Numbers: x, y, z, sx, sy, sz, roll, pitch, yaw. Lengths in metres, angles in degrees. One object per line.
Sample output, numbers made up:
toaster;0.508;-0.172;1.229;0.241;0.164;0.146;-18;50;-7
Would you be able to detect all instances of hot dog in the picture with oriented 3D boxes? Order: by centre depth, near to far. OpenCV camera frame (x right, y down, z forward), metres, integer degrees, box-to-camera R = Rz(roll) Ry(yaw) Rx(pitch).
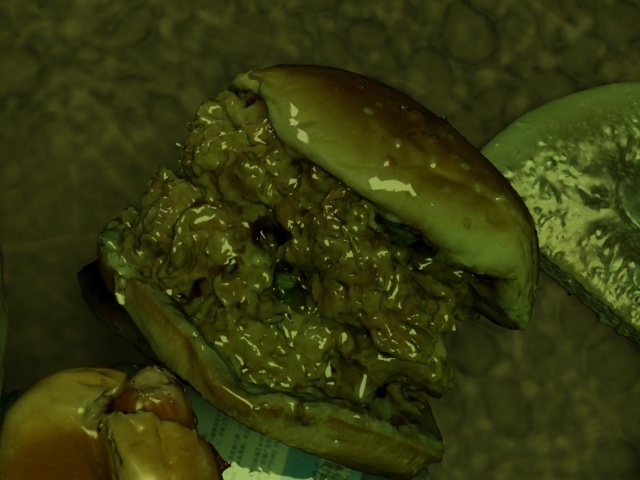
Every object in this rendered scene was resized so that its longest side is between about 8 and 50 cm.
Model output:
hot dog;-0.076;0.144;0.676;0.102;0.076;0.249;22;126;19

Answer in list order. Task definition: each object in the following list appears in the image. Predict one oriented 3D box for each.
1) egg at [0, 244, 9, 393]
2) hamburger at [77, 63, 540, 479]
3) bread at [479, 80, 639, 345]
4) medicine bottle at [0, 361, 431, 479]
egg;-0.247;0.004;0.638;0.337;0.201;0.337;2;118;5
hamburger;0.000;0.000;0.707;0.159;0.185;0.131;23;99;-47
bread;0.162;-0.003;0.781;0.193;0.036;0.112;39;81;-4
medicine bottle;-0.063;0.099;0.734;0.208;0.054;0.090;18;89;-5
